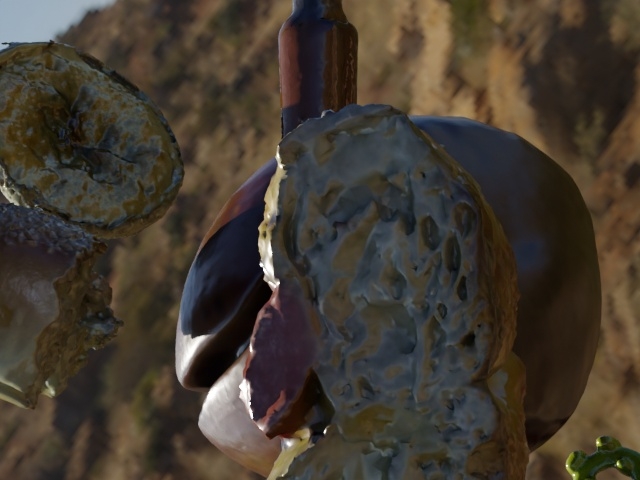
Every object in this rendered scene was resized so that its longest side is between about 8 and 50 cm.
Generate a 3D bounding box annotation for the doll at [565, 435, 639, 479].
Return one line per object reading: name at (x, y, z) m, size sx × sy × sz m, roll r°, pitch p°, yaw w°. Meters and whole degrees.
doll at (0.261, 0.374, 1.726) m, size 0.346 × 0.341 × 0.099 m, roll -48°, pitch -36°, yaw -17°

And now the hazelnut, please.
hazelnut at (0.080, 0.078, 1.728) m, size 0.429 × 0.402 × 0.402 m, roll -32°, pitch -12°, yaw -46°

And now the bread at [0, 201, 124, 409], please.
bread at (-0.294, 0.048, 1.586) m, size 0.314 × 0.192 × 0.171 m, roll 45°, pitch -115°, yaw -85°

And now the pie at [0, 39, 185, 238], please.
pie at (-0.265, -0.109, 1.916) m, size 0.055 × 0.274 × 0.274 m, roll -41°, pitch 13°, yaw 35°

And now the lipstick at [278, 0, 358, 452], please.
lipstick at (0.000, 0.000, 1.461) m, size 0.077 × 0.077 × 0.418 m, roll 157°, pitch 113°, yaw -78°

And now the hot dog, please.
hot dog at (0.050, 0.087, 1.224) m, size 0.365 × 0.196 × 0.367 m, roll -22°, pitch -70°, yaw -77°
